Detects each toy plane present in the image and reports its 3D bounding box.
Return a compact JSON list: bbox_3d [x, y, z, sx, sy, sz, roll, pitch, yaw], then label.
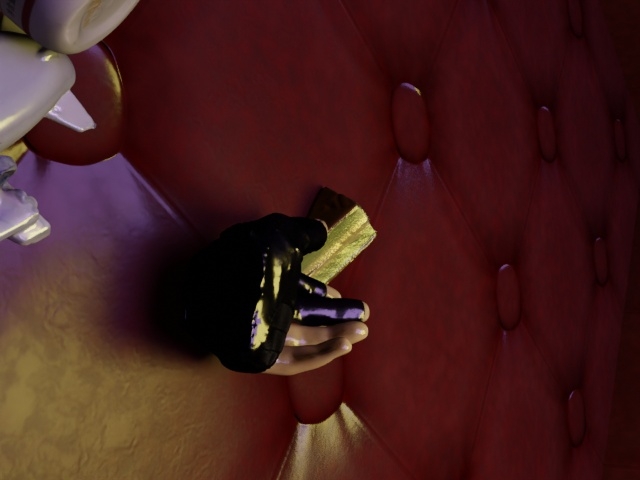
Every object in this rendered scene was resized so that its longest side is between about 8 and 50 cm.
[{"bbox_3d":[-0.291,-0.102,0.611,0.244,0.117,0.245,21,58,-37],"label":"toy plane"}]

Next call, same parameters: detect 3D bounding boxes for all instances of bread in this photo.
[{"bbox_3d":[-0.004,0.004,1.084,0.139,0.084,0.074,-45,127,-11],"label":"bread"}]

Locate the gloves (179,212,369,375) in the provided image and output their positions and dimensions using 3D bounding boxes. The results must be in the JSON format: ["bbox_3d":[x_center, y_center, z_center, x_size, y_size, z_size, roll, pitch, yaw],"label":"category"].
[{"bbox_3d":[-0.042,0.058,0.903,0.301,0.152,0.197,18,78,-52],"label":"gloves"}]

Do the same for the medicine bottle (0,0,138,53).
[{"bbox_3d":[-0.251,-0.266,0.592,0.250,0.131,0.131,41,47,-5],"label":"medicine bottle"}]
